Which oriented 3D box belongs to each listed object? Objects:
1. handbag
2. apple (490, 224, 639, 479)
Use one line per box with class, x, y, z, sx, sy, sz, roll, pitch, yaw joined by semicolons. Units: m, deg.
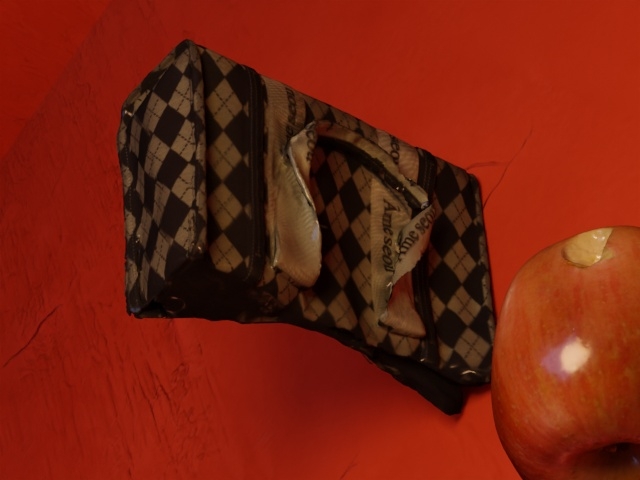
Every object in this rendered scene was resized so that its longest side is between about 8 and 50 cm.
handbag;0.000;0.000;1.762;0.180;0.416;0.317;-45;38;34
apple;0.253;0.107;1.454;0.242;0.242;0.241;-41;30;31
